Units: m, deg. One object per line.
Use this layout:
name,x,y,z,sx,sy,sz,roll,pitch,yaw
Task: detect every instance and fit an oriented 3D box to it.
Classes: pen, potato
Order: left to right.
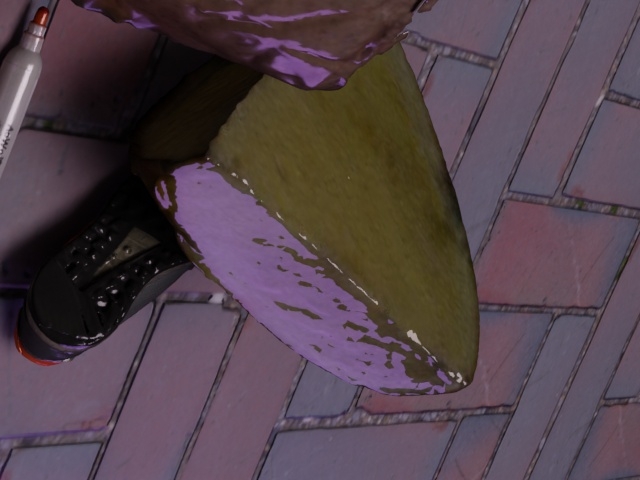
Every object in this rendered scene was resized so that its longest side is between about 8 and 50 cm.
pen,-0.200,-0.035,1.097,0.026,0.026,0.218,8,108,-59
potato,0.000,0.000,1.210,0.255,0.112,0.269,61,35,-16

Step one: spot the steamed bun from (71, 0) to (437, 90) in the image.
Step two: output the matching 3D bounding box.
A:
steamed bun,-0.027,-0.241,0.913,0.301,0.251,0.199,121,-14,-48

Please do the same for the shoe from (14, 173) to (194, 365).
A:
shoe,-0.129,0.014,1.222,0.194,0.074,0.077,-43,180,-41
